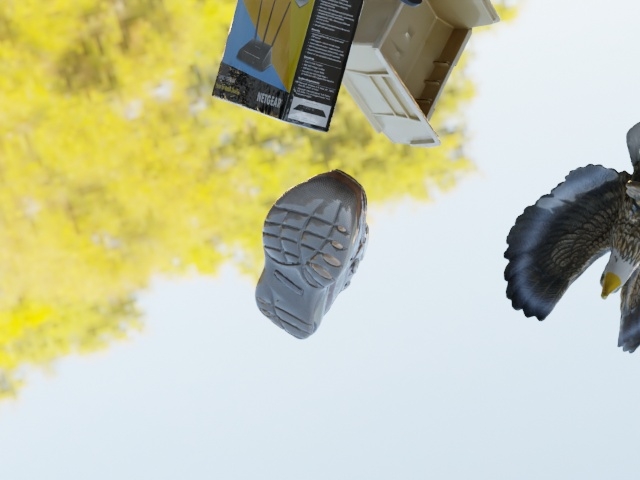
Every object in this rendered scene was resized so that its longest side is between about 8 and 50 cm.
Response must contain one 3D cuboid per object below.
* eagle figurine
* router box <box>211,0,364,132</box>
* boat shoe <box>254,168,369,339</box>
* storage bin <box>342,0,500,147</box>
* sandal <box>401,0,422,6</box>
[{"bbox_3d":[0.386,0.002,2.080,0.225,0.226,0.298,-23,165,-24],"label":"eagle figurine"},{"bbox_3d":[-0.027,-0.166,1.340,0.046,0.133,0.179,14,-175,-24],"label":"router box"},{"bbox_3d":[0.000,0.000,2.046,0.116,0.123,0.324,-45,170,-30],"label":"boat shoe"},{"bbox_3d":[0.149,-0.323,2.614,0.123,0.260,0.262,7,-121,37],"label":"storage bin"},{"bbox_3d":[0.111,-0.415,2.305,0.067,0.179,0.040,-4,168,-45],"label":"sandal"}]
